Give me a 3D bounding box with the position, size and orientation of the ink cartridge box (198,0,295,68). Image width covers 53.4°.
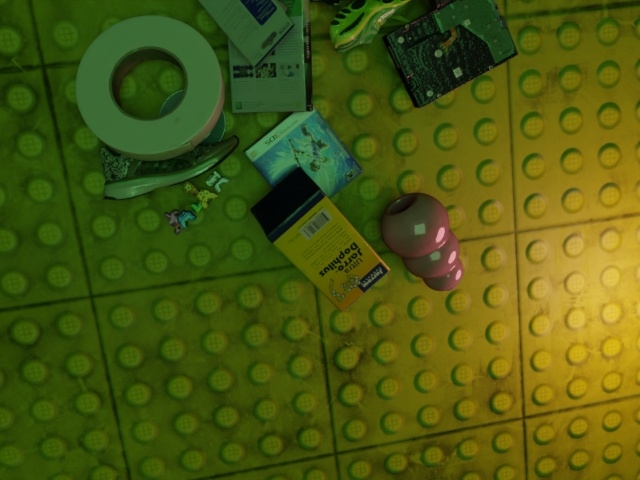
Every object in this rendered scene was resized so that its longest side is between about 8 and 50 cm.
[{"bbox_3d":[-0.210,-0.629,1.682,0.165,0.065,0.332,-40,85,24],"label":"ink cartridge box"}]

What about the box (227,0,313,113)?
[{"bbox_3d":[-0.140,-0.514,1.748,0.233,0.058,0.321,4,105,20],"label":"box"}]

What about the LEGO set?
[{"bbox_3d":[-0.371,-0.122,1.835,0.227,0.087,0.093,-45,105,1],"label":"LEGO set"}]

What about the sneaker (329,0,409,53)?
[{"bbox_3d":[0.135,-0.635,1.799,0.296,0.123,0.109,-38,78,-16],"label":"sneaker"}]

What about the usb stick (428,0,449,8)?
[{"bbox_3d":[0.409,-0.756,1.800,0.278,0.045,0.077,-42,139,-13],"label":"usb stick"}]

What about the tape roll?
[{"bbox_3d":[-0.449,-0.404,1.695,0.393,0.072,0.391,0,81,0],"label":"tape roll"}]

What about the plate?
[{"bbox_3d":[-0.366,-0.338,1.819,0.188,0.024,0.188,-2,104,-8],"label":"plate"}]

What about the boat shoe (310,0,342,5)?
[{"bbox_3d":[0.039,-0.686,1.741,0.233,0.084,0.079,10,144,18],"label":"boat shoe"}]

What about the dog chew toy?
[{"bbox_3d":[0.322,0.019,1.924,0.207,0.206,0.331,-34,113,0],"label":"dog chew toy"}]

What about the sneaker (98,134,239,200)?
[{"bbox_3d":[-0.429,-0.243,1.754,0.411,0.158,0.181,-19,103,-1],"label":"sneaker"}]

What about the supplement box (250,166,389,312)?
[{"bbox_3d":[0.000,0.000,1.818,0.195,0.194,0.356,-42,122,2],"label":"supplement box"}]

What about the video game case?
[{"bbox_3d":[-0.049,-0.233,1.875,0.244,0.061,0.269,-39,105,2],"label":"video game case"}]

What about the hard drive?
[{"bbox_3d":[0.381,-0.571,1.866,0.339,0.064,0.236,-30,105,-1],"label":"hard drive"}]
